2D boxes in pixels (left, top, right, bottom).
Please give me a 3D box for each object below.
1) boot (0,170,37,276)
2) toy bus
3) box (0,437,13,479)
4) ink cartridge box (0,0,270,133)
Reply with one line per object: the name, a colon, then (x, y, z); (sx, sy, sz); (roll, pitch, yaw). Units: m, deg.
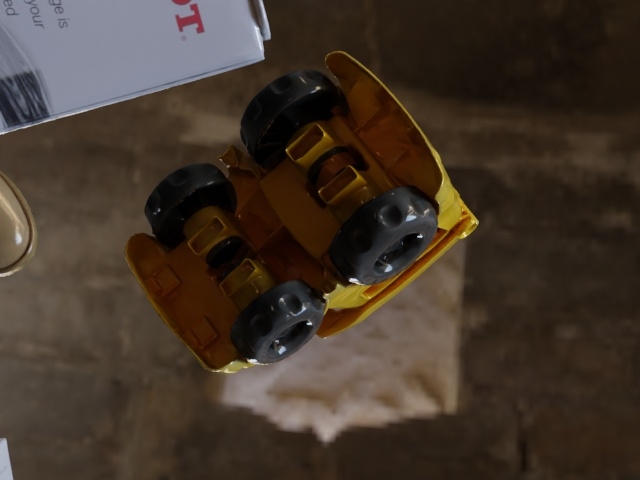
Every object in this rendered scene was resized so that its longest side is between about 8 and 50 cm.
boot: (-0.361, -0.082, 1.737); (0.089, 0.236, 0.269); (-41, 169, -3)
toy bus: (0.000, 0.000, 1.437); (0.220, 0.149, 0.211); (-41, 156, 6)
box: (-0.276, 0.245, 1.479); (0.091, 0.170, 0.130); (-9, -175, 5)
ink cartridge box: (-0.257, -0.216, 1.372); (0.395, 0.166, 0.285); (-15, 101, 0)
